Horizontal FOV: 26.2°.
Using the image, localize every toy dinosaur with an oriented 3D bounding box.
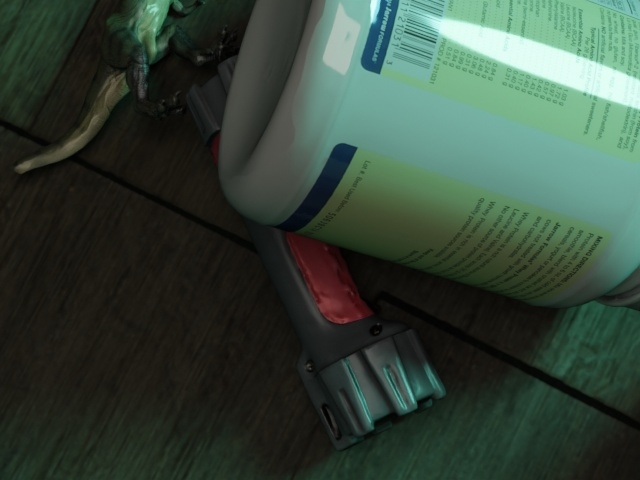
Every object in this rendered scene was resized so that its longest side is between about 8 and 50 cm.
[{"bbox_3d":[-0.144,-0.153,1.138,0.118,0.064,0.268,23,81,25],"label":"toy dinosaur"}]

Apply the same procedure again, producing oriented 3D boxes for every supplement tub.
[{"bbox_3d":[0.114,-0.086,0.964,0.325,0.235,0.235,17,79,-16],"label":"supplement tub"}]

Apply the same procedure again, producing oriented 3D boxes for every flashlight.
[{"bbox_3d":[0.000,0.000,1.071,0.103,0.103,0.304,-20,76,-31],"label":"flashlight"}]
